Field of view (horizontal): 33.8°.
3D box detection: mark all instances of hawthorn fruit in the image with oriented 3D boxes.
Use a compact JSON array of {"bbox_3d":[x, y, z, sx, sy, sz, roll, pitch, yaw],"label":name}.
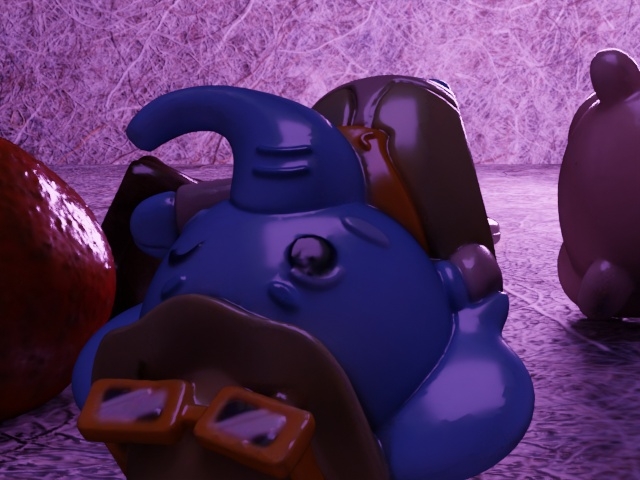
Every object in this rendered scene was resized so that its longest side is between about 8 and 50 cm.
[{"bbox_3d":[-0.206,0.024,0.585,0.189,0.189,0.189,0,8,0],"label":"hawthorn fruit"}]

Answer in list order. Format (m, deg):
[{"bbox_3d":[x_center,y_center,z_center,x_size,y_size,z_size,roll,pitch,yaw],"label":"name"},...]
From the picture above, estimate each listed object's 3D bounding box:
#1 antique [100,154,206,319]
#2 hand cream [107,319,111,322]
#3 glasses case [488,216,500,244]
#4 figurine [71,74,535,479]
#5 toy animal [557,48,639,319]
[{"bbox_3d":[-0.110,0.011,0.850,0.143,0.121,0.257,27,3,-6],"label":"antique"},{"bbox_3d":[-0.198,0.067,0.817,0.093,0.019,0.030,-17,19,-42],"label":"hand cream"},{"bbox_3d":[0.127,-0.018,1.270,0.081,0.051,0.204,-9,12,-41],"label":"glasses case"},{"bbox_3d":[-0.009,0.020,0.464,0.180,0.154,0.262,14,44,-4],"label":"figurine"},{"bbox_3d":[0.309,-0.026,0.869,0.221,0.210,0.229,4,-9,13],"label":"toy animal"}]
